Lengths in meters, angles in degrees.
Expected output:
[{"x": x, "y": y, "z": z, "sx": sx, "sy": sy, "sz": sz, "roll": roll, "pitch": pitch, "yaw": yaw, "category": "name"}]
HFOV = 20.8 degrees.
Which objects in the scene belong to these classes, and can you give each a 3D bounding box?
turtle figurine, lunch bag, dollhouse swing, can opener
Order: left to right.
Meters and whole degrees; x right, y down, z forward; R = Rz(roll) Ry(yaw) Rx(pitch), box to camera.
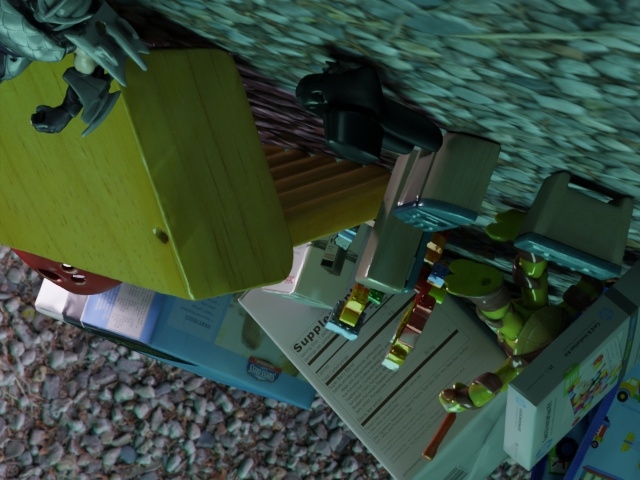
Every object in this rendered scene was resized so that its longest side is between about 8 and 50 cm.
[{"x": -0.142, "y": -0.123, "z": 1.569, "sx": 0.347, "sy": 0.305, "sz": 0.315, "roll": 14, "pitch": 130, "yaw": 45, "category": "dollhouse swing"}, {"x": 0.037, "y": -0.090, "z": 1.314, "sx": 0.059, "sy": 0.073, "sz": 0.186, "roll": 8, "pitch": 178, "yaw": 25, "category": "can opener"}, {"x": 0.186, "y": 0.089, "z": 1.658, "sx": 0.087, "sy": 0.269, "sz": 0.217, "roll": 42, "pitch": 166, "yaw": 43, "category": "turtle figurine"}, {"x": 0.350, "y": 0.216, "z": 1.844, "sx": 0.221, "sy": 0.293, "sz": 0.138, "roll": 24, "pitch": 172, "yaw": -26, "category": "lunch bag"}]

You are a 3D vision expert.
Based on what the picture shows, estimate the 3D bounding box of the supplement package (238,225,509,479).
[{"x": 0.086, "y": 0.122, "z": 1.903, "sx": 0.293, "sy": 0.175, "sz": 0.177, "roll": 47, "pitch": -174, "yaw": 27, "category": "supplement package"}]

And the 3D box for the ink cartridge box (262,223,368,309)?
[{"x": 0.000, "y": 0.000, "z": 1.807, "sx": 0.056, "sy": 0.135, "sz": 0.099, "roll": 22, "pitch": 174, "yaw": -21, "category": "ink cartridge box"}]

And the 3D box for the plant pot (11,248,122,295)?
[{"x": -0.312, "y": -0.048, "z": 2.120, "sx": 0.191, "sy": 0.191, "sz": 0.174, "roll": 15, "pitch": 168, "yaw": 40, "category": "plant pot"}]

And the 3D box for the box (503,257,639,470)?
[{"x": 0.249, "y": 0.117, "z": 1.645, "sx": 0.038, "sy": 0.186, "sz": 0.145, "roll": 41, "pitch": 159, "yaw": 24, "category": "box"}]

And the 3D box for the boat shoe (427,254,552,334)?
[{"x": 0.134, "y": 0.052, "z": 2.086, "sx": 0.302, "sy": 0.109, "sz": 0.094, "roll": 11, "pitch": 157, "yaw": 6, "category": "boat shoe"}]

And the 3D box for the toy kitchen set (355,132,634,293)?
[{"x": 0.143, "y": 0.003, "z": 1.463, "sx": 0.166, "sy": 0.122, "sz": 0.207, "roll": 21, "pitch": 174, "yaw": -8, "category": "toy kitchen set"}]

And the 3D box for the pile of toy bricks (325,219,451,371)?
[{"x": 0.077, "y": 0.006, "z": 1.650, "sx": 0.118, "sy": 0.212, "sz": 0.105, "roll": 27, "pitch": 136, "yaw": -2, "category": "pile of toy bricks"}]

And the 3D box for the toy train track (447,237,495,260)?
[{"x": 0.156, "y": 0.002, "z": 1.905, "sx": 0.083, "sy": 0.014, "sz": 0.048, "roll": 22, "pitch": -177, "yaw": 36, "category": "toy train track"}]

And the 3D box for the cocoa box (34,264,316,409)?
[{"x": -0.153, "y": 0.058, "z": 2.323, "sx": 0.228, "sy": 0.231, "sz": 0.347, "roll": 14, "pitch": 171, "yaw": 40, "category": "cocoa box"}]

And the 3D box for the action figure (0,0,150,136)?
[{"x": -0.236, "y": -0.152, "z": 1.289, "sx": 0.185, "sy": 0.099, "sz": 0.285, "roll": 51, "pitch": 154, "yaw": -17, "category": "action figure"}]
